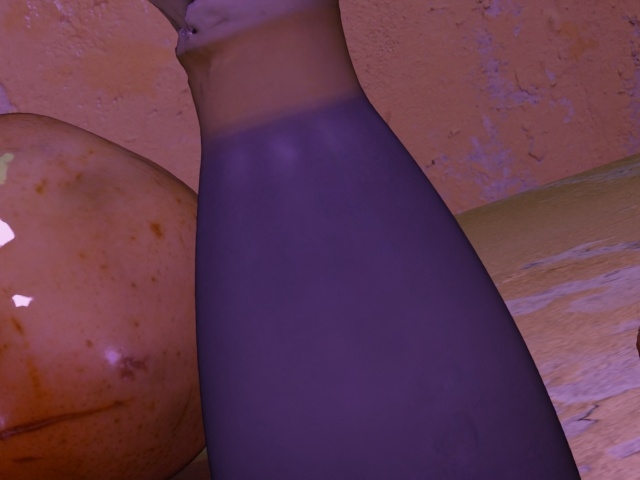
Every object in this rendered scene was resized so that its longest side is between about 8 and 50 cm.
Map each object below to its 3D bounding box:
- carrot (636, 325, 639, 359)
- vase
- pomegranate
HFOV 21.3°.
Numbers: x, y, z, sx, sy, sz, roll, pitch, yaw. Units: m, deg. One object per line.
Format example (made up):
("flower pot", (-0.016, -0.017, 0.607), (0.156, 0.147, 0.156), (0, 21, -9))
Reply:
("carrot", (0.332, 0.020, 1.052), (0.342, 0.070, 0.070), (-17, 4, -29))
("vase", (0.000, 0.000, 0.799), (0.173, 0.321, 0.173), (-17, 5, 1))
("pomegranate", (-0.202, 0.055, 1.159), (0.319, 0.319, 0.319), (-16, 4, 1))
